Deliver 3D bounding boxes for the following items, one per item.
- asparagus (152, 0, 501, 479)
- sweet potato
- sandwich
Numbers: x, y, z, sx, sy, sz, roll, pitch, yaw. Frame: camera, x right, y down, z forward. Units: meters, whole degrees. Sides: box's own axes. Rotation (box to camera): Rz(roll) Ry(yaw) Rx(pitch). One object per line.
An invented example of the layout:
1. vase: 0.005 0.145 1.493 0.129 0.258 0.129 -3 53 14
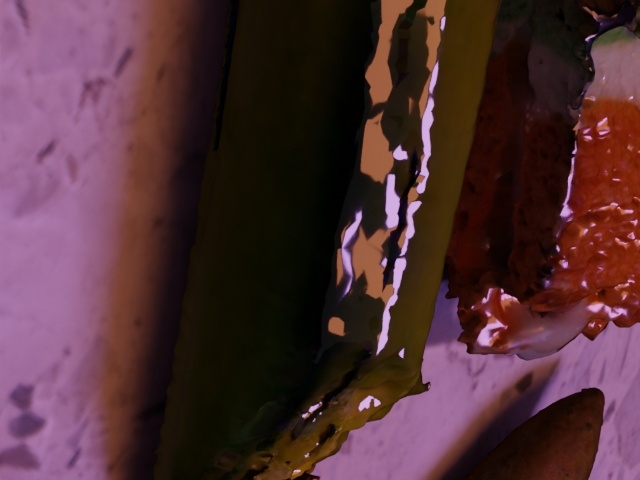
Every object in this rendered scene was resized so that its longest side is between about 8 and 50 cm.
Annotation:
1. asparagus: 0.000 0.000 0.760 0.108 0.128 0.381 -75 176 -70
2. sweet potato: 0.046 0.202 0.955 0.346 0.079 0.108 -27 100 -32
3. sandwich: 0.159 -0.035 0.921 0.292 0.109 0.212 5 114 -45
